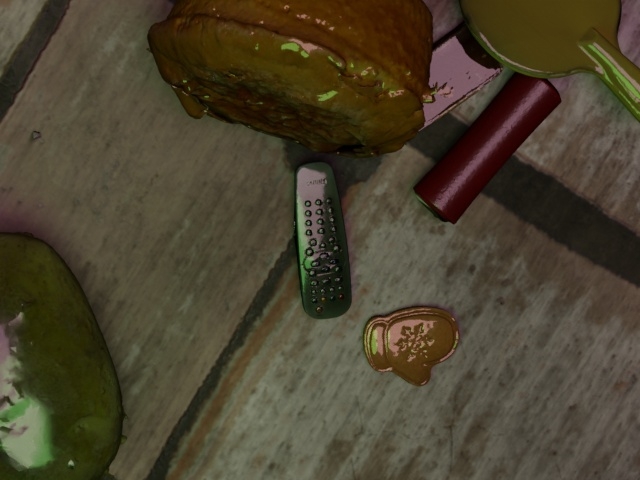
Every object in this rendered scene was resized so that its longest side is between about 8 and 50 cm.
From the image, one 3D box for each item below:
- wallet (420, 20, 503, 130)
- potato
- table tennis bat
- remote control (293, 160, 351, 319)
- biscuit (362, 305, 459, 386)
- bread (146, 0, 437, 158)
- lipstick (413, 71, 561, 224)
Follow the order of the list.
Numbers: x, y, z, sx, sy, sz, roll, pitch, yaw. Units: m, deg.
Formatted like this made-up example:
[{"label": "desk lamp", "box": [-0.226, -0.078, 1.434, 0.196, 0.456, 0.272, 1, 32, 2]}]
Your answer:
[{"label": "wallet", "box": [0.160, -0.222, 1.970, 0.176, 0.026, 0.095, -37, 97, -3]}, {"label": "potato", "box": [-0.406, 0.171, 1.844, 0.269, 0.219, 0.359, -17, 95, -16]}, {"label": "table tennis bat", "box": [0.347, -0.286, 1.939, 0.368, 0.054, 0.224, 43, 73, 1]}, {"label": "remote control", "box": [0.000, 0.000, 1.970, 0.072, 0.042, 0.222, -8, 101, -8]}, {"label": "biscuit", "box": [0.132, 0.152, 2.027, 0.140, 0.023, 0.118, -16, 101, -7]}, {"label": "bread", "box": [-0.030, -0.237, 1.783, 0.337, 0.358, 0.204, 32, 72, -36]}, {"label": "lipstick", "box": [0.231, -0.132, 1.969, 0.080, 0.080, 0.241, 42, 91, -13]}]
